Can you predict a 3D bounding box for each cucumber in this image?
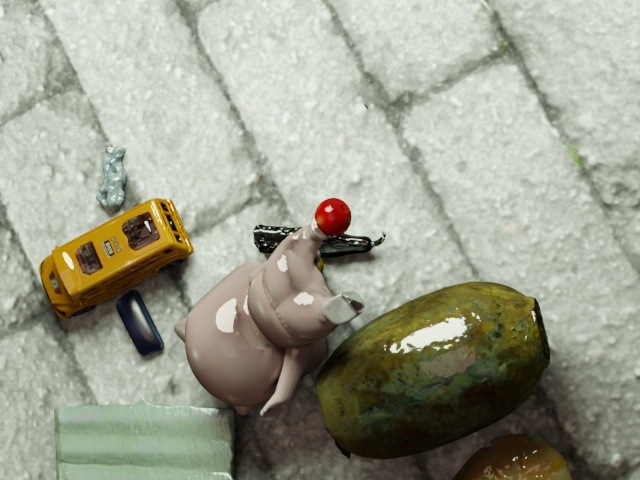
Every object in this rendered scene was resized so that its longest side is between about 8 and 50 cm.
[{"bbox_3d":[0.000,0.000,1.689,0.163,0.043,0.039,4,43,12],"label":"cucumber"}]

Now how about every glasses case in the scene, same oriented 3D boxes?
[{"bbox_3d":[-0.225,0.102,1.742,0.033,0.023,0.083,-30,77,7],"label":"glasses case"}]

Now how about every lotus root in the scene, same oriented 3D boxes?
[{"bbox_3d":[0.125,0.145,1.575,0.275,0.152,0.160,-26,91,13],"label":"lotus root"}]

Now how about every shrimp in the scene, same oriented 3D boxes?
[{"bbox_3d":[0.176,0.332,1.585,0.267,0.061,0.145,-42,66,9],"label":"shrimp"}]

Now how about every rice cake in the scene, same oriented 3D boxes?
[{"bbox_3d":[-0.214,0.255,1.712,0.237,0.043,0.127,-2,82,14],"label":"rice cake"}]

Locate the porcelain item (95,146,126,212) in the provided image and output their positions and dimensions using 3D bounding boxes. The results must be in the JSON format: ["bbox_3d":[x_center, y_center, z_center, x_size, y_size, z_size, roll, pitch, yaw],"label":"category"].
[{"bbox_3d":[-0.260,-0.076,1.770,0.036,0.028,0.083,5,86,32],"label":"porcelain item"}]

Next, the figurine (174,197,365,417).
[{"bbox_3d":[-0.037,0.086,1.611,0.176,0.186,0.287,51,132,10],"label":"figurine"}]

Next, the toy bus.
[{"bbox_3d":[-0.260,0.021,1.726,0.194,0.088,0.083,-28,79,10],"label":"toy bus"}]
